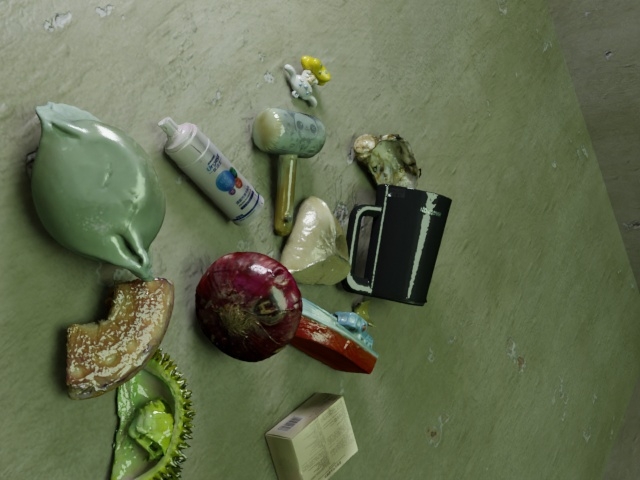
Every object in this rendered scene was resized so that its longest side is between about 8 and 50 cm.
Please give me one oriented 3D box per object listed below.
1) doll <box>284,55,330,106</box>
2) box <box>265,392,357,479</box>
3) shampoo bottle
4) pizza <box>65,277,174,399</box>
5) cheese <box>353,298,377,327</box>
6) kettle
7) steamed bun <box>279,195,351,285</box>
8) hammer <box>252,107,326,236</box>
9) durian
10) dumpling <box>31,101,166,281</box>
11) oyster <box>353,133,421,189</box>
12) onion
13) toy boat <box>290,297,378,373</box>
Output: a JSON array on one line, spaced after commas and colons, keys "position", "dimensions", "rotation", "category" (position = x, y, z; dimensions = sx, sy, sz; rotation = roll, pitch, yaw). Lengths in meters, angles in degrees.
[{"position": [-0.042, -0.412, 2.061], "dimensions": [0.135, 0.071, 0.113], "rotation": [19, 91, -41], "category": "doll"}, {"position": [-0.017, 0.499, 1.997], "dimensions": [0.212, 0.095, 0.168], "rotation": [-30, 109, -46], "category": "box"}, {"position": [-0.244, -0.158, 1.774], "dimensions": [0.303, 0.092, 0.092], "rotation": [49, 53, -37], "category": "shampoo bottle"}, {"position": [-0.391, 0.180, 1.576], "dimensions": [0.161, 0.085, 0.305], "rotation": [45, 59, -11], "category": "pizza"}, {"position": [0.123, 0.207, 2.223], "dimensions": [0.060, 0.041, 0.084], "rotation": [-17, 85, -56], "category": "cheese"}, {"position": [0.212, 0.011, 2.190], "dimensions": [0.262, 0.203, 0.308], "rotation": [13, 89, -57], "category": "kettle"}, {"position": [0.012, 0.023, 2.052], "dimensions": [0.212, 0.110, 0.231], "rotation": [39, 60, -44], "category": "steamed bun"}, {"position": [-0.084, -0.161, 1.971], "dimensions": [0.202, 0.113, 0.305], "rotation": [2, 95, -47], "category": "hammer"}, {"position": [-0.343, 0.389, 1.640], "dimensions": [0.169, 0.157, 0.355], "rotation": [12, 74, -12], "category": "durian"}, {"position": [-0.388, -0.088, 1.512], "dimensions": [0.270, 0.212, 0.321], "rotation": [-7, 104, -53], "category": "dumpling"}, {"position": [0.189, -0.202, 2.308], "dimensions": [0.166, 0.094, 0.294], "rotation": [-42, 130, -22], "category": "oyster"}, {"position": [-0.151, 0.142, 1.760], "dimensions": [0.190, 0.246, 0.246], "rotation": [-26, 108, -58], "category": "onion"}, {"position": [0.026, 0.223, 2.025], "dimensions": [0.332, 0.145, 0.133], "rotation": [38, 59, -48], "category": "toy boat"}]
